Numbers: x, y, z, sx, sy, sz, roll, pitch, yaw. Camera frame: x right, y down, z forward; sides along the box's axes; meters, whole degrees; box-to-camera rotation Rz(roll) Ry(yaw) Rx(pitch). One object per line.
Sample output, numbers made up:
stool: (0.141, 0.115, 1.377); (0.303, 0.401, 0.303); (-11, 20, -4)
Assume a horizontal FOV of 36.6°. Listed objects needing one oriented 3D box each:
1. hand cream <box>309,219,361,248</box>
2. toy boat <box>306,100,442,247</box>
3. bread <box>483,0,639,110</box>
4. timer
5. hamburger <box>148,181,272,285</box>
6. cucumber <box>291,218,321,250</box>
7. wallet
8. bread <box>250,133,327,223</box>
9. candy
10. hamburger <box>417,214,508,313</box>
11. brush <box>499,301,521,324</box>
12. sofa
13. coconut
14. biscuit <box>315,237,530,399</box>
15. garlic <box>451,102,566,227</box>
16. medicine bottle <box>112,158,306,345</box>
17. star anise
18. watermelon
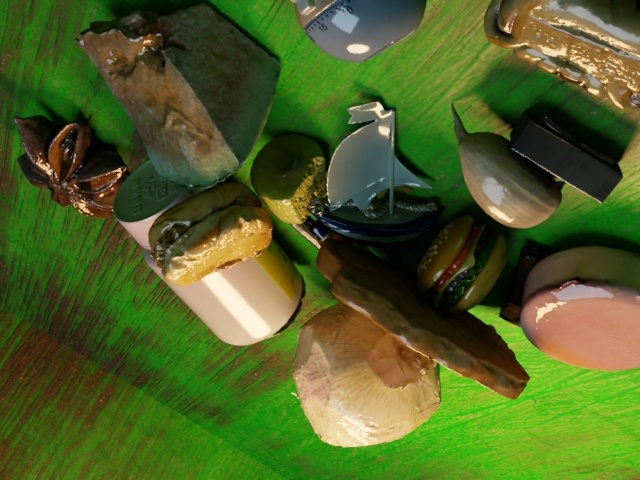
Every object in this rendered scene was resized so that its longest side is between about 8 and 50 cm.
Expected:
hand cream: (0.046, 0.021, 1.793); (0.062, 0.039, 0.163); (-38, 114, 23)
toy boat: (0.082, -0.097, 1.510); (0.220, 0.067, 0.291); (2, 141, 7)
bread: (0.302, -0.237, 1.085); (0.225, 0.081, 0.134); (29, 147, 3)
timer: (0.011, -0.321, 1.130); (0.255, 0.175, 0.175); (40, 150, -18)
hamburger: (-0.181, -0.007, 1.593); (0.108, 0.214, 0.214); (65, 157, 16)
cucumber: (0.000, 0.000, 1.812); (0.036, 0.033, 0.184); (-30, 120, 30)
wallet: (0.381, 0.095, 1.621); (0.137, 0.031, 0.255); (19, 153, 11)
bread: (-0.051, -0.102, 1.592); (0.111, 0.129, 0.114); (33, 163, 30)
candy: (0.427, 0.104, 1.484); (0.255, 0.094, 0.255); (11, 145, 8)
hamburger: (0.225, 0.039, 1.542); (0.115, 0.162, 0.162); (33, 152, 1)
brush: (0.387, 0.152, 1.667); (0.164, 0.014, 0.051); (28, 157, -1)
sofa: (0.328, -0.120, 1.288); (0.147, 0.085, 0.060); (30, 111, -1)
coconut: (0.092, 0.252, 1.874); (0.297, 0.297, 0.254); (33, 162, -9)
biscuit: (0.168, 0.114, 1.624); (0.385, 0.062, 0.365); (30, -169, -10)
garlic: (0.247, -0.097, 1.328); (0.198, 0.128, 0.090); (33, 127, -11)
medicine bottle: (-0.208, 0.018, 1.837); (0.213, 0.213, 0.378); (3, 144, 40)
star anise: (-0.507, -0.147, 1.954); (0.315, 0.108, 0.315); (25, 154, 13)
watermelon: (-0.200, -0.242, 1.498); (0.264, 0.151, 0.302); (-5, 120, 51)
